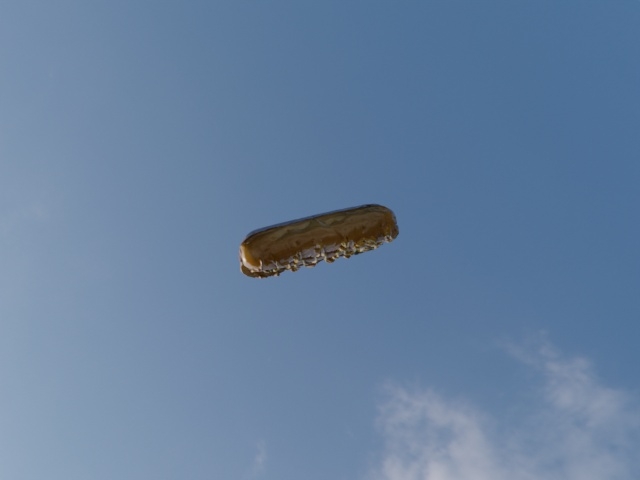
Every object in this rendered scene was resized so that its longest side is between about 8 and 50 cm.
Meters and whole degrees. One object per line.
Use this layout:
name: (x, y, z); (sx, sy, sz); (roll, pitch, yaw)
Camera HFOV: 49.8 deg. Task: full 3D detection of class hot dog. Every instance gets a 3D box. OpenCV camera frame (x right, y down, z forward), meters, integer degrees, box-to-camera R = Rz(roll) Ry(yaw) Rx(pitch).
hot dog: (0.000, 0.000, 0.680); (0.165, 0.071, 0.045); (-13, -105, -15)
